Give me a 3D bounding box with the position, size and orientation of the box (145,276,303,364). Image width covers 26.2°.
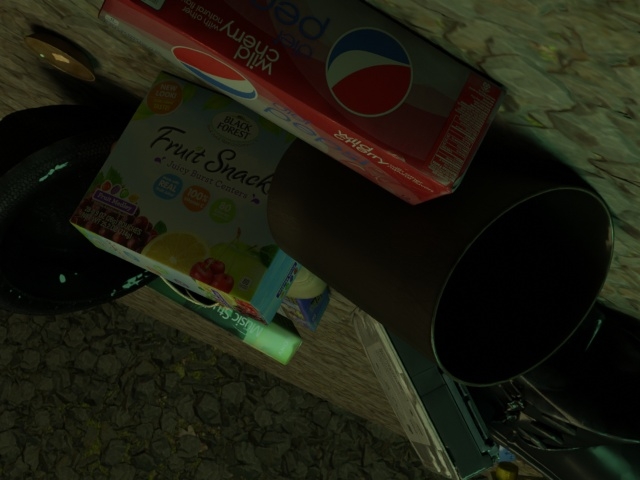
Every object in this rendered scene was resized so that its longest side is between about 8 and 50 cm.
[{"bbox_3d":[-0.190,0.072,2.195,0.322,0.058,0.232,29,-174,-14],"label":"box"}]

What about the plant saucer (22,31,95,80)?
[{"bbox_3d":[-0.266,-0.192,1.415,0.083,0.015,0.083,27,170,5],"label":"plant saucer"}]

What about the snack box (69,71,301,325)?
[{"bbox_3d":[-0.100,-0.042,1.283,0.207,0.174,0.070,24,166,23],"label":"snack box"}]

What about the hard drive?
[{"bbox_3d":[0.118,0.171,1.677,0.237,0.064,0.339,63,174,4],"label":"hard drive"}]

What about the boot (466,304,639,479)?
[{"bbox_3d":[0.324,0.195,1.498,0.367,0.146,0.445,25,165,6],"label":"boot"}]

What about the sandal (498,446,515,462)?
[{"bbox_3d":[0.263,0.310,2.152,0.317,0.138,0.126,12,159,49],"label":"sandal"}]

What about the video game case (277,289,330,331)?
[{"bbox_3d":[-0.112,0.027,1.941,0.244,0.061,0.269,27,170,10],"label":"video game case"}]

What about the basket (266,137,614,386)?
[{"bbox_3d":[0.079,-0.005,1.081,0.204,0.154,0.227,-17,-148,-38],"label":"basket"}]

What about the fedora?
[{"bbox_3d":[-0.288,-0.057,1.597,0.152,0.334,0.334,56,-176,29],"label":"fedora"}]

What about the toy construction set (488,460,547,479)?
[{"bbox_3d":[0.374,0.372,1.774,0.327,0.151,0.215,-2,-164,8],"label":"toy construction set"}]

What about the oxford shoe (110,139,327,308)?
[{"bbox_3d":[-0.109,0.017,1.540,0.140,0.146,0.397,-9,157,30],"label":"oxford shoe"}]

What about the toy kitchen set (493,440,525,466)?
[{"bbox_3d":[0.292,0.240,1.904,0.207,0.122,0.166,3,161,16],"label":"toy kitchen set"}]

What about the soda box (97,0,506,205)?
[{"bbox_3d":[-0.014,-0.125,0.930,0.263,0.083,0.092,30,169,-11],"label":"soda box"}]
